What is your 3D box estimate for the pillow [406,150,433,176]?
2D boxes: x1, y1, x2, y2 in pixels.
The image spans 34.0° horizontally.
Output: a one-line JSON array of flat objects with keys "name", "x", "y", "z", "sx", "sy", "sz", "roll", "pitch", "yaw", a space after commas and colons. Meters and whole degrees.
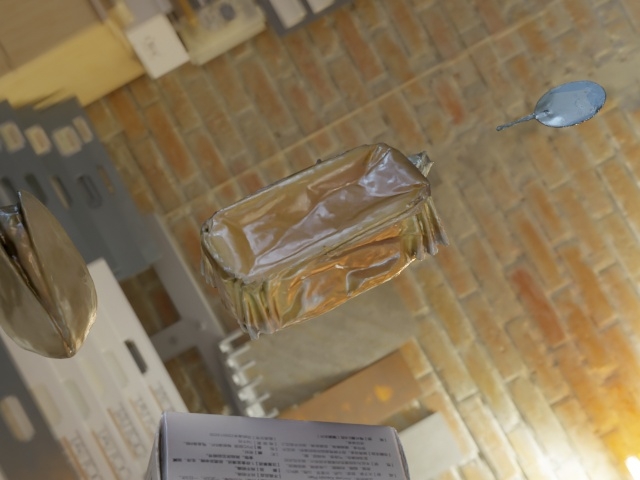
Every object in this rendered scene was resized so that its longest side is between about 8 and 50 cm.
[{"name": "pillow", "x": 0.094, "y": -0.058, "z": 1.587, "sx": 0.050, "sy": 0.148, "sz": 0.229, "roll": 51, "pitch": 25, "yaw": -12}]

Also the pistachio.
[{"name": "pistachio", "x": -0.355, "y": 0.046, "z": 1.304, "sx": 0.136, "sy": 0.136, "sz": 0.225, "roll": -119, "pitch": -169, "yaw": -65}]

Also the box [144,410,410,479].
[{"name": "box", "x": -0.066, "y": 0.337, "z": 1.343, "sx": 0.145, "sy": 0.333, "sz": 0.173, "roll": -105, "pitch": -155, "yaw": -54}]

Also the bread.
[{"name": "bread", "x": 0.000, "y": 0.000, "z": 1.097, "sx": 0.136, "sy": 0.241, "sz": 0.107, "roll": 48, "pitch": -21, "yaw": 42}]

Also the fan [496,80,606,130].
[{"name": "fan", "x": 0.359, "y": -0.203, "z": 1.636, "sx": 0.113, "sy": 0.175, "sz": 0.005, "roll": -91, "pitch": 158, "yaw": -50}]
